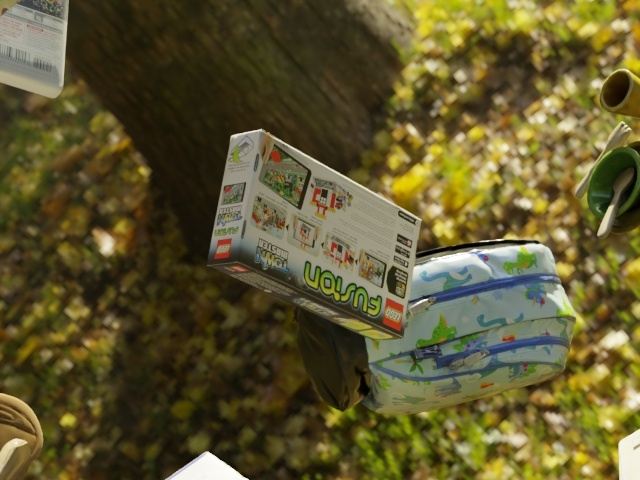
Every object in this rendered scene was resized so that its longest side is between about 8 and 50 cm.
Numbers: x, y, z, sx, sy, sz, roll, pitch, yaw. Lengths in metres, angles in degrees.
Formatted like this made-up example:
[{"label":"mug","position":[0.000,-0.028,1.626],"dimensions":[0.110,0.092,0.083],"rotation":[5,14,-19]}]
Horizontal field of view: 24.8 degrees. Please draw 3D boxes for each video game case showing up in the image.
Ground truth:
[{"label":"video game case","position":[-0.316,-0.228,1.300],"dimensions":[0.022,0.190,0.173],"rotation":[-36,47,47]}]

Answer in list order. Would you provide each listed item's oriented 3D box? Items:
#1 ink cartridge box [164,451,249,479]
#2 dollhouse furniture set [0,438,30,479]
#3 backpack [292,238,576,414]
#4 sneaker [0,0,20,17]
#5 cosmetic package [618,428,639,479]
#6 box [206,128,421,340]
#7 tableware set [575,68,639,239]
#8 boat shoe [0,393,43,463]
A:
[{"label":"ink cartridge box","position":[-0.134,0.381,1.526],"dimensions":[0.304,0.072,0.307],"rotation":[-33,34,-30]},{"label":"dollhouse furniture set","position":[-0.316,0.126,1.069],"dimensions":[0.212,0.242,0.161],"rotation":[12,47,13]},{"label":"backpack","position":[0.169,0.118,1.999],"dimensions":[0.356,0.290,0.273],"rotation":[-26,74,-14]},{"label":"sneaker","position":[-0.223,-0.177,0.924],"dimensions":[0.236,0.095,0.104],"rotation":[-36,9,-12]},{"label":"cosmetic package","position":[0.368,0.263,1.114],"dimensions":[0.129,0.296,0.153],"rotation":[-36,16,21]},{"label":"box","position":[0.000,0.000,1.204],"dimensions":[0.036,0.207,0.114],"rotation":[-7,65,42]},{"label":"tableware set","position":[0.170,-0.033,0.673],"dimensions":[0.104,0.024,0.154],"rotation":[-60,31,17]},{"label":"boat shoe","position":[-0.487,0.262,1.656],"dimensions":[0.342,0.123,0.123],"rotation":[-17,-11,-37]}]
